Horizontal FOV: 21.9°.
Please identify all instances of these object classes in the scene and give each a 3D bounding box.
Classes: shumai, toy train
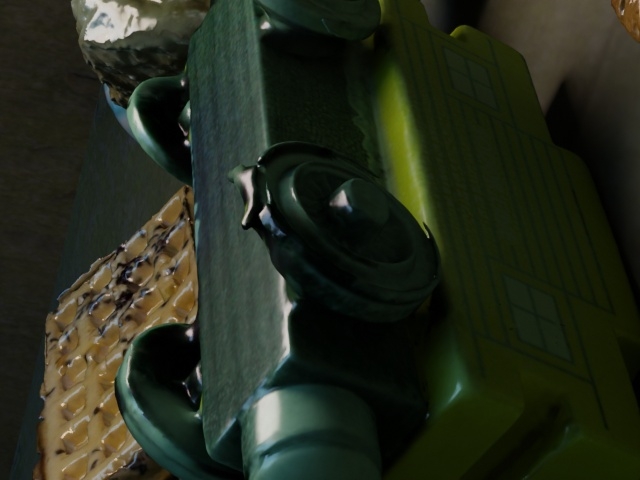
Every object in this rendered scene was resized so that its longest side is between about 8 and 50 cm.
[{"bbox_3d":[-0.050,-0.188,1.220,0.225,0.260,0.222,-3,66,38],"label":"shumai"},{"bbox_3d":[0.035,-0.001,0.924,0.179,0.272,0.442,-52,28,30],"label":"toy train"}]

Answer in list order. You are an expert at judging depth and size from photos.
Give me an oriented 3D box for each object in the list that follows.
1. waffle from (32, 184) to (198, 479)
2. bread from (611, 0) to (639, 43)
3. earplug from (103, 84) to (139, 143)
[{"bbox_3d":[-0.164,0.123,1.655,0.261,0.114,0.376,-44,27,18],"label":"waffle"},{"bbox_3d":[0.219,-0.221,0.795,0.139,0.077,0.271,-100,27,-60],"label":"bread"},{"bbox_3d":[-0.091,-0.232,1.710,0.324,0.185,0.185,133,145,-54],"label":"earplug"}]
